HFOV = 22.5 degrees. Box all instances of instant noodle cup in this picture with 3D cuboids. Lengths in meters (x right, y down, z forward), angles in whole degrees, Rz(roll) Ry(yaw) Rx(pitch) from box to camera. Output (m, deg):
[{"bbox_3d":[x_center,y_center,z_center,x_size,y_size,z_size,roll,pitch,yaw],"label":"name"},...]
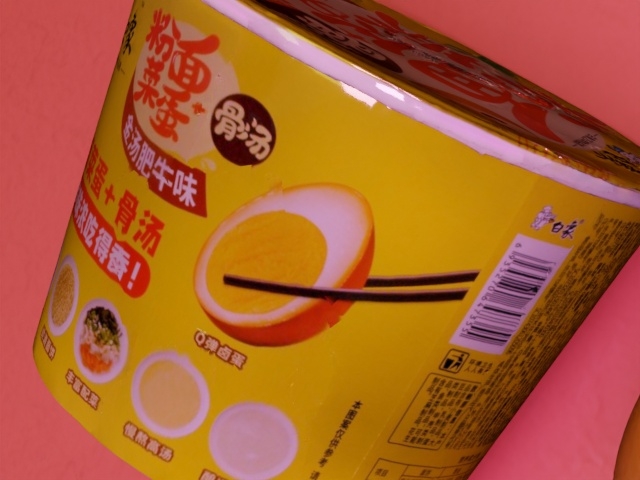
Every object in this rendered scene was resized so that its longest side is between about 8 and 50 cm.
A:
[{"bbox_3d":[0.000,0.000,0.816,0.311,0.311,0.221,35,105,33],"label":"instant noodle cup"}]

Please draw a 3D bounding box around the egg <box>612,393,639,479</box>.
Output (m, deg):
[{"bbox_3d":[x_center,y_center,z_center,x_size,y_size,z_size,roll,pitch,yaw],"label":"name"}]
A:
[{"bbox_3d":[0.270,0.099,0.639,0.322,0.250,0.250,-18,68,38],"label":"egg"}]
